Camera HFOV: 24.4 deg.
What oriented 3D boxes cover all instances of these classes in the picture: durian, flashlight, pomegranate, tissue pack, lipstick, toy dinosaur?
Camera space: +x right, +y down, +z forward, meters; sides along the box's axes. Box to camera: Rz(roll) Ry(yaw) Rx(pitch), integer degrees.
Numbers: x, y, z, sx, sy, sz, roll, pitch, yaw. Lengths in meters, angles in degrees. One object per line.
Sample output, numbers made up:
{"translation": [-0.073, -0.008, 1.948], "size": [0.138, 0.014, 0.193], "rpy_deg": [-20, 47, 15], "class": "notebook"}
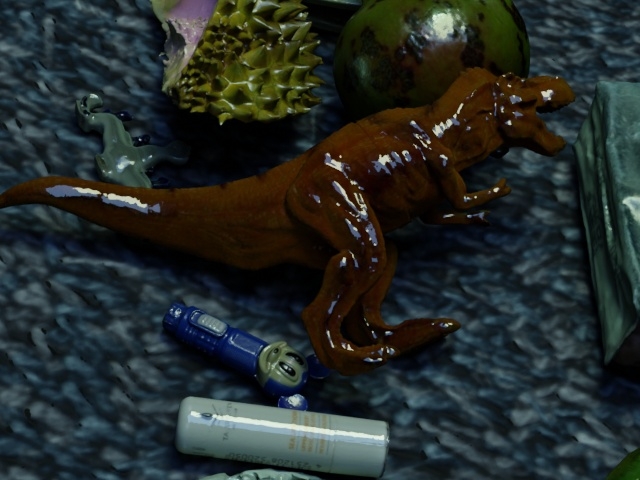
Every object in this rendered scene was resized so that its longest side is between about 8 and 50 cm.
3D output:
{"translation": [-0.068, -0.160, 1.147], "size": [0.132, 0.182, 0.165], "rpy_deg": [-26, 90, 0], "class": "durian"}
{"translation": [-0.054, 0.076, 1.030], "size": [0.121, 0.035, 0.057], "rpy_deg": [27, 53, 10], "class": "flashlight"}
{"translation": [0.077, -0.168, 1.149], "size": [0.156, 0.220, 0.156], "rpy_deg": [-20, 17, 6], "class": "pomegranate"}
{"translation": [0.361, 0.000, 1.132], "size": [0.315, 0.103, 0.228], "rpy_deg": [5, 50, -9], "class": "tissue pack"}
{"translation": [-0.026, 0.132, 0.990], "size": [0.141, 0.040, 0.040], "rpy_deg": [7, 51, -5], "class": "lipstick"}
{"translation": [0.000, 0.000, 1.044], "size": [0.432, 0.097, 0.208], "rpy_deg": [-16, 77, -9], "class": "toy dinosaur"}

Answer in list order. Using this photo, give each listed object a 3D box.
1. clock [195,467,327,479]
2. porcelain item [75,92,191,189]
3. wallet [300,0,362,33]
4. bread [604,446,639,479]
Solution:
{"translation": [-0.025, 0.234, 0.903], "size": [0.236, 0.053, 0.236], "rpy_deg": [6, 52, -8], "class": "clock"}
{"translation": [-0.135, -0.063, 1.132], "size": [0.075, 0.021, 0.136], "rpy_deg": [-12, 56, -20], "class": "porcelain item"}
{"translation": [0.022, -0.309, 1.331], "size": [0.223, 0.077, 0.310], "rpy_deg": [15, 52, -5], "class": "wallet"}
{"translation": [0.309, 0.288, 0.879], "size": [0.381, 0.129, 0.366], "rpy_deg": [-3, 53, -15], "class": "bread"}
